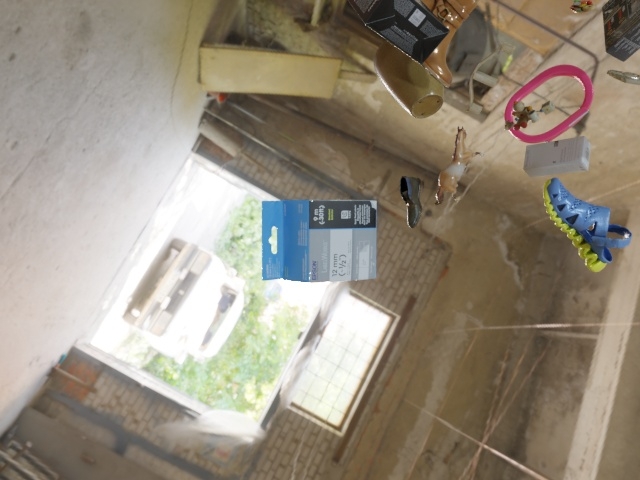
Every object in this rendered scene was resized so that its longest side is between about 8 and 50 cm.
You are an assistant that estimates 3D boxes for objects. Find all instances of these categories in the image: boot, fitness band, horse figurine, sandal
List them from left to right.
[{"bbox_3d":[0.371,-0.167,2.014,0.082,0.106,0.220,-5,-105,54],"label":"boot"},{"bbox_3d":[0.381,-0.631,1.441,0.220,0.284,0.109,-34,168,22],"label":"boot"},{"bbox_3d":[0.460,-0.234,1.618,0.174,0.066,0.263,14,108,-51],"label":"horse figurine"},{"bbox_3d":[0.772,-0.458,1.617,0.290,0.209,0.054,-38,162,18],"label":"fitness band"},{"bbox_3d":[0.755,-0.062,1.351,0.138,0.317,0.126,-35,-166,43],"label":"sandal"}]

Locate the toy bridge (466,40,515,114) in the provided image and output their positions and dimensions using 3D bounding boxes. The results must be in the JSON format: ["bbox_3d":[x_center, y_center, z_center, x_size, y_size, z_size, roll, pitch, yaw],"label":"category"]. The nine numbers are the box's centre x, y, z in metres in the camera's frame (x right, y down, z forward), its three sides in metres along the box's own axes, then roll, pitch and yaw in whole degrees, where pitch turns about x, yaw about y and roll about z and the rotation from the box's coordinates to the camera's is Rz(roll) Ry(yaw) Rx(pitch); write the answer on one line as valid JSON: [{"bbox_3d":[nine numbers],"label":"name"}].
[{"bbox_3d":[0.407,-0.402,1.185,0.026,0.063,0.188,-56,170,-44],"label":"toy bridge"}]

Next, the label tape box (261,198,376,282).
[{"bbox_3d":[0.000,0.000,1.456,0.115,0.347,0.250,10,-79,63],"label":"label tape box"}]

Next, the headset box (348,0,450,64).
[{"bbox_3d":[0.171,-0.615,1.225,0.110,0.218,0.293,-47,-134,30],"label":"headset box"}]

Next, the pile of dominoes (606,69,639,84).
[{"bbox_3d":[0.769,-0.357,1.040,0.196,0.251,0.040,-64,165,-60],"label":"pile of dominoes"}]

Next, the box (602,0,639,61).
[{"bbox_3d":[0.969,-0.716,1.376,0.307,0.076,0.243,127,-17,-57],"label":"box"}]

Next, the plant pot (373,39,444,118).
[{"bbox_3d":[0.337,-0.566,1.683,0.237,0.236,0.255,121,-41,-56],"label":"plant pot"}]

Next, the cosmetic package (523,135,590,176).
[{"bbox_3d":[0.946,-0.333,1.913,0.231,0.085,0.118,-3,-112,46],"label":"cosmetic package"}]

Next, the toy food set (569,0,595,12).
[{"bbox_3d":[0.937,-0.838,1.705,0.083,0.082,0.020,-61,150,-35],"label":"toy food set"}]

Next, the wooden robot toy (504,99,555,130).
[{"bbox_3d":[0.634,-0.403,1.495,0.076,0.079,0.173,-52,-160,-25],"label":"wooden robot toy"}]
